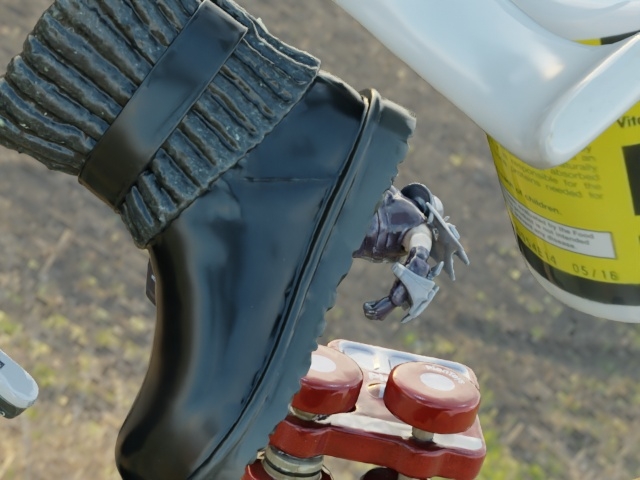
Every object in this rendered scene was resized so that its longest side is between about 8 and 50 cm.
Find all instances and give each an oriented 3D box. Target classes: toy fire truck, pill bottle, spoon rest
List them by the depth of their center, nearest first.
[{"bbox_3d":[-0.010,-0.133,0.529,0.276,0.137,0.084,50,-11,4],"label":"spoon rest"},{"bbox_3d":[0.110,-0.079,0.649,0.119,0.119,0.208,-110,178,-48],"label":"pill bottle"},{"bbox_3d":[0.032,0.179,1.914,0.302,0.169,0.254,11,21,-7],"label":"toy fire truck"}]

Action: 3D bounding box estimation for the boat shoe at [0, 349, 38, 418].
[{"bbox_3d":[-0.326,0.111,1.656,0.142,0.040,0.049,45,32,1],"label":"boat shoe"}]

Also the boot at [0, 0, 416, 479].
[{"bbox_3d":[-0.119,-0.010,1.182,0.260,0.348,0.131,28,-11,-16],"label":"boot"}]

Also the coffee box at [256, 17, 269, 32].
[{"bbox_3d":[-0.107,-0.127,1.761,0.113,0.184,0.040,56,23,-5],"label":"coffee box"}]

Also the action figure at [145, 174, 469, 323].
[{"bbox_3d":[0.000,0.000,1.486,0.285,0.099,0.185,-12,32,-37],"label":"action figure"}]

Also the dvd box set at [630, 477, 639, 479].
[{"bbox_3d":[0.122,0.300,1.486,0.307,0.420,0.062,-28,100,-82],"label":"dvd box set"}]
